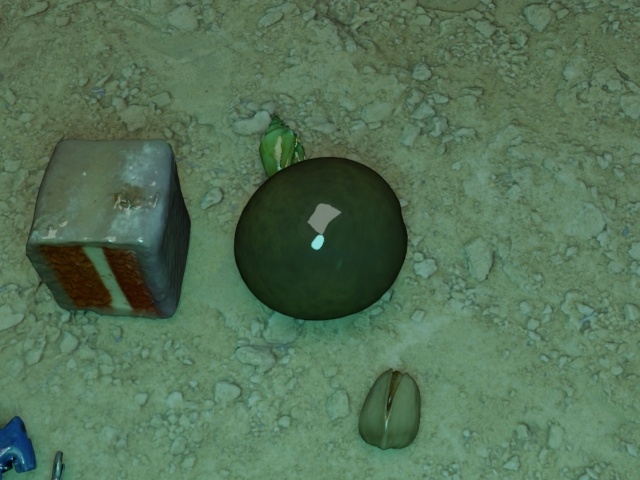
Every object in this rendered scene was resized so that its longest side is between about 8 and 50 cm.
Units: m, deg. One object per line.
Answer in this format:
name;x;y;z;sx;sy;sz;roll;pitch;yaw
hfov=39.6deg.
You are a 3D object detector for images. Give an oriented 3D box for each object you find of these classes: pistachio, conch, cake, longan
pistachio;0.124;0.299;1.569;0.113;0.113;0.149;9;66;2
conch;-0.076;-0.173;1.829;0.094;0.079;0.201;-11;80;-23
cake;-0.366;-0.014;1.603;0.236;0.309;0.230;5;57;4
longan;0.000;0.000;1.625;0.318;0.319;0.319;1;62;-2

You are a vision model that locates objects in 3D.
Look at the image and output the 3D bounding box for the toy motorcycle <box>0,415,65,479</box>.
toy motorcycle;-0.571;0.418;1.461;0.182;0.241;0.319;-3;60;42
